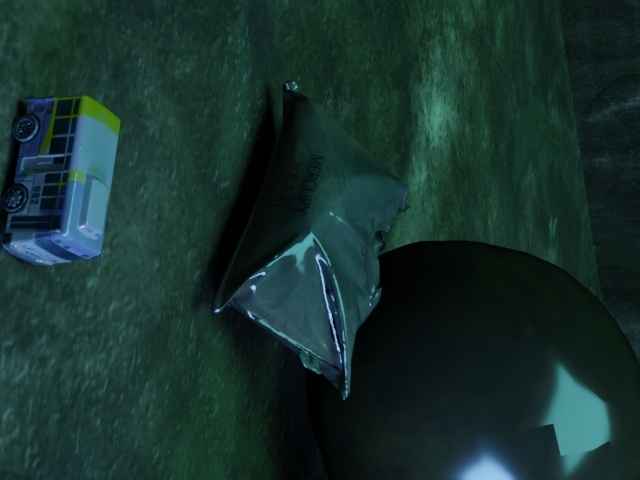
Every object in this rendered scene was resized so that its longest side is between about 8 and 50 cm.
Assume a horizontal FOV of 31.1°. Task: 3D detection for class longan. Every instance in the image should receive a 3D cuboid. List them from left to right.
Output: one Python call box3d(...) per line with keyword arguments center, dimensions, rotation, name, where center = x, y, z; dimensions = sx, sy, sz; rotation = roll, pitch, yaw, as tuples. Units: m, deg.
box3d(center=(0.163, 0.180, 1.186), dimensions=(0.405, 0.336, 0.404), rotation=(57, 0, 0), name="longan")

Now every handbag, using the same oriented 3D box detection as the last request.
box3d(center=(0.000, 0.000, 1.055), dimensions=(0.182, 0.117, 0.271), rotation=(37, 48, -24), name="handbag")

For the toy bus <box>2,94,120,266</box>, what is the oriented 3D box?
box3d(center=(-0.162, -0.037, 0.731), dimensions=(0.052, 0.058, 0.102), rotation=(40, 52, -62), name="toy bus")
